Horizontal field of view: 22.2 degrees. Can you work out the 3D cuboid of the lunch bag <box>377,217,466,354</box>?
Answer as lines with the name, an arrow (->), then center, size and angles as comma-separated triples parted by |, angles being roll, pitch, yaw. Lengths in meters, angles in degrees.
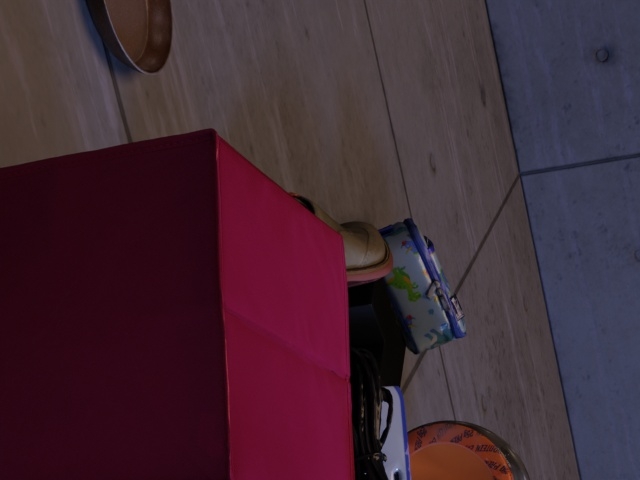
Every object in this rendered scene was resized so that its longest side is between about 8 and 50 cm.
lunch bag -> 0.128, 0.058, 2.240 | 0.219, 0.090, 0.176 | -79, 145, -87

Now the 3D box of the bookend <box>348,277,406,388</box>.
bookend -> 0.049, 0.134, 2.073 | 0.157, 0.072, 0.156 | -78, 154, -49

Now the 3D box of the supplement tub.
supplement tub -> 0.171, 0.349, 2.060 | 0.338, 0.207, 0.207 | 63, 23, -68

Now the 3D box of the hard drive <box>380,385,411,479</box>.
hard drive -> 0.055, 0.291, 1.837 | 0.319, 0.040, 0.210 | 121, -34, -74

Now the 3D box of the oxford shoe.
oxford shoe -> 0.000, 0.000, 1.912 | 0.348, 0.123, 0.130 | -30, 105, -73

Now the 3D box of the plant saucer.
plant saucer -> -0.189, -0.241, 1.577 | 0.168, 0.029, 0.169 | -8, 90, -73

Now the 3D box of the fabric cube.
fabric cube -> -0.134, 0.095, 1.211 | 0.258, 0.254, 0.259 | 40, 45, -65

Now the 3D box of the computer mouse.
computer mouse -> -0.038, 0.216, 1.358 | 0.072, 0.272, 0.189 | 9, 57, -34
